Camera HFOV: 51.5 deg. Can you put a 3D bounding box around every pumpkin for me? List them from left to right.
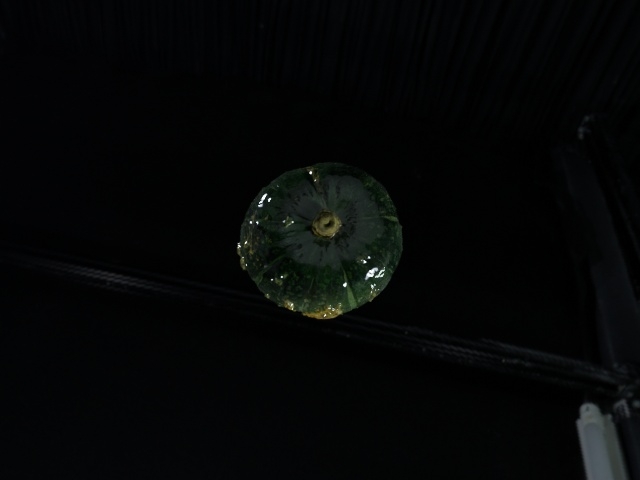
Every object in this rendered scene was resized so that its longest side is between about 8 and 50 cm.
[{"bbox_3d":[0.001,-0.001,0.778,0.190,0.190,0.146,24,-177,12],"label":"pumpkin"}]
